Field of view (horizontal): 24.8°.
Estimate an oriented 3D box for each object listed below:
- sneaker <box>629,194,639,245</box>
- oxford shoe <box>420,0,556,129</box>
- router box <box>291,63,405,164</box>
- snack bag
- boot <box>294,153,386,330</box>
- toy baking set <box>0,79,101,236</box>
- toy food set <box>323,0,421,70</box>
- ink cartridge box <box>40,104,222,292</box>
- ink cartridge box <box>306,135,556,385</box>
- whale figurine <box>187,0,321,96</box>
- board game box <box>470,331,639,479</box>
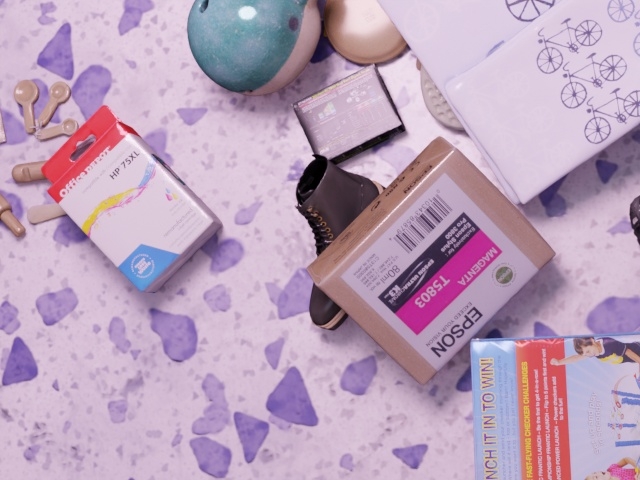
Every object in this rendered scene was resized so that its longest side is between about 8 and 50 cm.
[{"bbox_3d":[0.487,0.023,1.721,0.271,0.100,0.108,33,80,10],"label":"sneaker"},{"bbox_3d":[0.265,-0.343,1.812,0.169,0.130,0.449,26,103,12],"label":"oxford shoe"},{"bbox_3d":[0.036,-0.159,1.874,0.122,0.038,0.092,-25,77,8],"label":"router box"},{"bbox_3d":[0.267,-0.265,1.733,0.323,0.037,0.342,-36,83,22],"label":"snack bag"},{"bbox_3d":[0.000,0.000,1.800,0.077,0.137,0.198,8,76,42],"label":"boot"},{"bbox_3d":[-0.385,-0.107,1.967,0.197,0.030,0.256,-40,75,4],"label":"toy baking set"},{"bbox_3d":[0.067,-0.294,1.893,0.192,0.038,0.132,18,93,10],"label":"toy food set"},{"bbox_3d":[-0.255,-0.058,1.890,0.134,0.078,0.231,-45,83,3],"label":"ink cartridge box"},{"bbox_3d":[0.133,0.025,1.755,0.193,0.088,0.235,43,93,-17],"label":"ink cartridge box"},{"bbox_3d":[-0.088,-0.324,1.854,0.216,0.141,0.272,-3,75,49],"label":"whale figurine"},{"bbox_3d":[0.336,0.265,1.716,0.302,0.086,0.308,-3,81,13],"label":"board game box"}]
